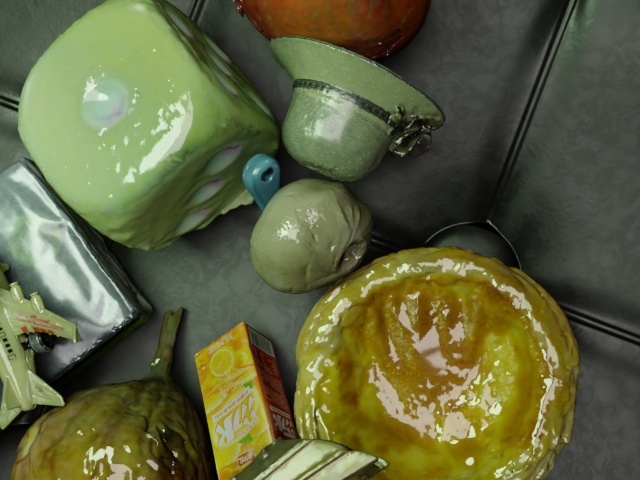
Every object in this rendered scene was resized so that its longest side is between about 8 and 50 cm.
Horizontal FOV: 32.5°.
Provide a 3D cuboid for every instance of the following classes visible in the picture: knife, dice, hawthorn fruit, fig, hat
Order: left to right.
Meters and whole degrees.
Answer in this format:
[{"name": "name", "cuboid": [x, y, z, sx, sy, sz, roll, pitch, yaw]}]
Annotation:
[{"name": "fig", "cuboid": [-0.236, 0.251, 1.473, 0.286, 0.286, 0.369, 16, 66, 7]}, {"name": "dice", "cuboid": [-0.221, -0.149, 1.438, 0.252, 0.250, 0.254, -41, 70, 12]}, {"name": "knife", "cuboid": [-0.048, -0.030, 1.470, 0.032, 0.244, 0.058, 28, 67, 34]}, {"name": "hawthorn fruit", "cuboid": [-0.007, -0.357, 1.454, 0.307, 0.276, 0.276, -10, 87, 25]}, {"name": "hat", "cuboid": [0.023, -0.149, 1.427, 0.257, 0.257, 0.130, 24, 84, 7]}]

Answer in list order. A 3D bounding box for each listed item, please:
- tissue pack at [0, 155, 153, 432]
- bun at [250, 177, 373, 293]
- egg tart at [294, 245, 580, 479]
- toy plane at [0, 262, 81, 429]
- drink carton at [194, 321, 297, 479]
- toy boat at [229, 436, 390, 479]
[{"name": "tissue pack", "cuboid": [-0.473, 0.111, 1.544, 0.394, 0.124, 0.288, -37, 84, 3]}, {"name": "bun", "cuboid": [0.000, 0.000, 1.432, 0.173, 0.166, 0.113, -39, 54, -22]}, {"name": "egg tart", "cuboid": [0.153, 0.197, 1.453, 0.388, 0.169, 0.388, -1, 85, 8]}, {"name": "toy plane", "cuboid": [-0.412, 0.115, 1.426, 0.229, 0.092, 0.244, -22, 80, 24]}, {"name": "drink carton", "cuboid": [-0.097, 0.224, 1.453, 0.096, 0.071, 0.223, -36, 43, 16]}, {"name": "toy boat", "cuboid": [-0.103, 0.391, 1.285, 0.445, 0.136, 0.162, -44, 65, 2]}]
